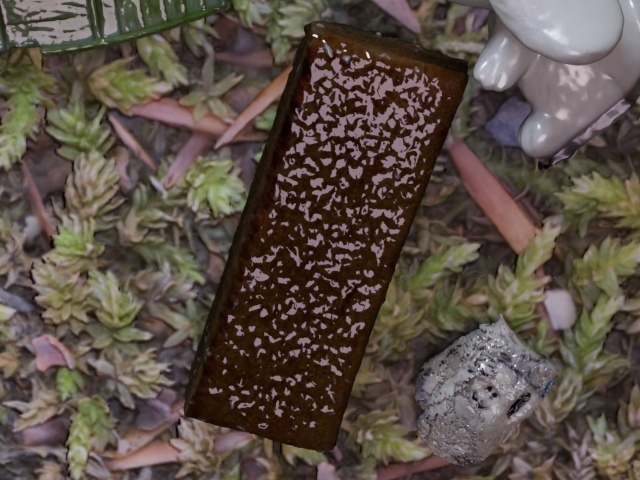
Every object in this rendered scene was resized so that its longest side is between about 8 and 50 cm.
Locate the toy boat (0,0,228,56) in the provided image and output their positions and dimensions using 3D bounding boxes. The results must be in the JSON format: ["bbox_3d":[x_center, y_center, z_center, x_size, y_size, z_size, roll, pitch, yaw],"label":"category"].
[{"bbox_3d":[-0.231,-0.225,1.559,0.293,0.055,0.093,-7,106,4],"label":"toy boat"}]

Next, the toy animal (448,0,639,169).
[{"bbox_3d":[0.193,-0.224,1.429,0.174,0.249,0.289,-31,136,24],"label":"toy animal"}]

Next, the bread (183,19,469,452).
[{"bbox_3d":[0.000,0.000,1.591,0.165,0.113,0.417,19,108,-3],"label":"bread"}]

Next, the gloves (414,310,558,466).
[{"bbox_3d":[0.158,0.153,1.652,0.114,0.070,0.153,40,106,-10],"label":"gloves"}]
